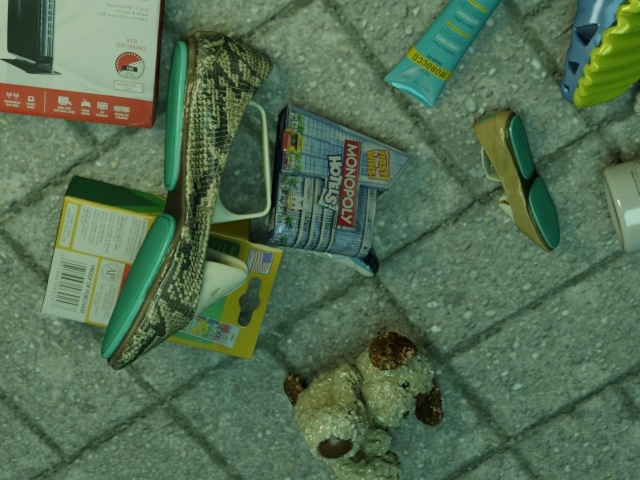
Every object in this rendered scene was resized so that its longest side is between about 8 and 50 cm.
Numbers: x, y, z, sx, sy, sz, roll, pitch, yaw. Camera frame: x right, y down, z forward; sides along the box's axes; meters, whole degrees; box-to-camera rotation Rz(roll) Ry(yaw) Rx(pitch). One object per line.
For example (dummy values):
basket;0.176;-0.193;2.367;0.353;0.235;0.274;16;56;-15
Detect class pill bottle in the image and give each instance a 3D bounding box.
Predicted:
pill bottle;0.529;-0.070;1.889;0.229;0.131;0.131;-15;117;7

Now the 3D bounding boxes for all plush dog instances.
plush dog;0.077;0.241;2.048;0.225;0.210;0.262;-33;142;1

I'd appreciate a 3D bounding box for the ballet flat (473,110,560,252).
ballet flat;0.284;-0.085;1.925;0.073;0.080;0.232;-5;119;34

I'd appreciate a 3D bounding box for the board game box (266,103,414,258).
board game box;0.031;-0.080;1.876;0.194;0.060;0.194;8;76;-15

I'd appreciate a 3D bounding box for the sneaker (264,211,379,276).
sneaker;0.000;0.000;1.965;0.191;0.071;0.083;37;118;-9

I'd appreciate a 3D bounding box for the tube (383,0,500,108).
tube;0.177;-0.280;1.827;0.080;0.052;0.207;33;119;-6

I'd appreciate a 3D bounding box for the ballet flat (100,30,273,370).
ballet flat;-0.160;-0.040;1.822;0.182;0.164;0.482;13;92;-17

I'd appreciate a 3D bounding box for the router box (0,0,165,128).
router box;-0.379;-0.319;1.778;0.336;0.082;0.301;6;118;-3

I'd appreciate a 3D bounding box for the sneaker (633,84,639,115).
sneaker;0.574;-0.197;1.849;0.270;0.090;0.145;15;118;-4

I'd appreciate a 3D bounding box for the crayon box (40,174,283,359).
crayon box;-0.234;0.043;1.970;0.323;0.083;0.203;14;117;-7

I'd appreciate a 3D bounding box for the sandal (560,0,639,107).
sandal;0.391;-0.326;1.767;0.126;0.138;0.317;-10;130;-39
